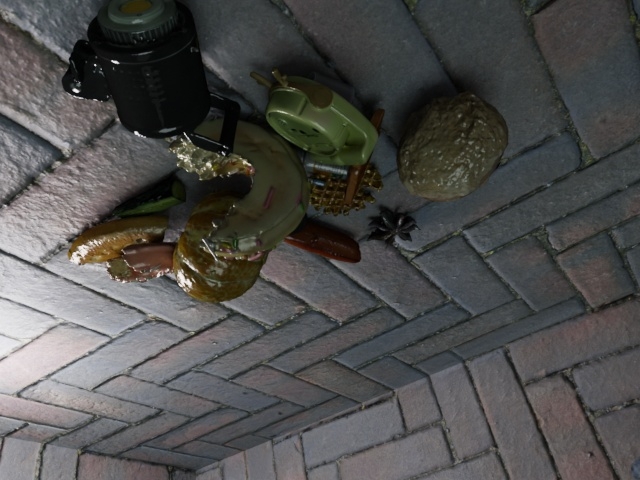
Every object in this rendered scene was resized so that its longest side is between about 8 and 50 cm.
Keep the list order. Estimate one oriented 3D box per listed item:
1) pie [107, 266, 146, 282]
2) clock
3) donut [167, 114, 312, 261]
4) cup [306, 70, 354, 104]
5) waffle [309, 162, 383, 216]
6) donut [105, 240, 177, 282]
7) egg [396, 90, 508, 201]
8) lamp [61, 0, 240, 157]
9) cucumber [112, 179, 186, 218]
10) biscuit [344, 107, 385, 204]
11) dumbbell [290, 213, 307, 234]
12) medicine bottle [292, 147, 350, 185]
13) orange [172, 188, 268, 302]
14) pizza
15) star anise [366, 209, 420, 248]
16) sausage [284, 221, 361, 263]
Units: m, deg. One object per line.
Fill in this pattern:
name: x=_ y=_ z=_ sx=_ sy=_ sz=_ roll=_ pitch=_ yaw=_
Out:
pie: x=-0.614 y=0.094 z=1.750 sx=0.153 sy=0.038 sz=0.154 roll=-9 pitch=144 yaw=-7
clock: x=-0.030 y=-0.291 z=1.263 sx=0.308 sy=0.096 sz=0.235 roll=34 pitch=169 yaw=-33
donut: x=-0.186 y=-0.134 z=1.324 sx=0.307 sy=0.371 sz=0.150 roll=-17 pitch=159 yaw=-17
cup: x=0.013 y=-0.357 z=1.320 sx=0.116 sy=0.074 sz=0.104 roll=16 pitch=164 yaw=-27
waffle: x=0.068 y=-0.159 z=1.596 sx=0.231 sy=0.051 sz=0.229 roll=-23 pitch=142 yaw=16
donut: x=-0.508 y=0.066 z=1.582 sx=0.199 sy=0.085 sz=0.232 roll=-5 pitch=168 yaw=-37
egg: x=0.334 y=-0.234 z=1.402 sx=0.279 sy=0.279 sz=0.310 roll=18 pitch=128 yaw=-33
lamp: x=-0.331 y=-0.357 z=1.100 sx=0.373 sy=0.205 sz=0.272 roll=13 pitch=142 yaw=-13
cucumber: x=-0.484 y=-0.114 z=1.508 sx=0.211 sy=0.062 sz=0.078 roll=-15 pitch=161 yaw=19
biscuit: x=0.112 y=-0.219 z=1.425 sx=0.043 sy=0.183 sz=0.280 roll=27 pitch=124 yaw=8
dumbbell: x=-0.096 y=-0.115 z=1.491 sx=0.100 sy=0.191 sz=0.100 roll=-7 pitch=143 yaw=-5
medicine bottle: x=-0.032 y=-0.202 z=1.465 sx=0.220 sy=0.061 sz=0.092 roll=12 pitch=102 yaw=-5
orange: x=-0.271 y=0.022 z=1.512 sx=0.248 sy=0.329 sz=0.329 roll=18 pitch=138 yaw=-3
pizza: x=-0.588 y=-0.001 z=1.589 sx=0.365 sy=0.074 sz=0.182 roll=-19 pitch=158 yaw=22
star anise: x=0.236 y=-0.040 z=1.785 sx=0.204 sy=0.061 sz=0.180 roll=17 pitch=135 yaw=-32
sausage: x=0.000 y=0.000 z=1.745 sx=0.330 sy=0.102 sz=0.102 roll=19 pitch=133 yaw=-32
